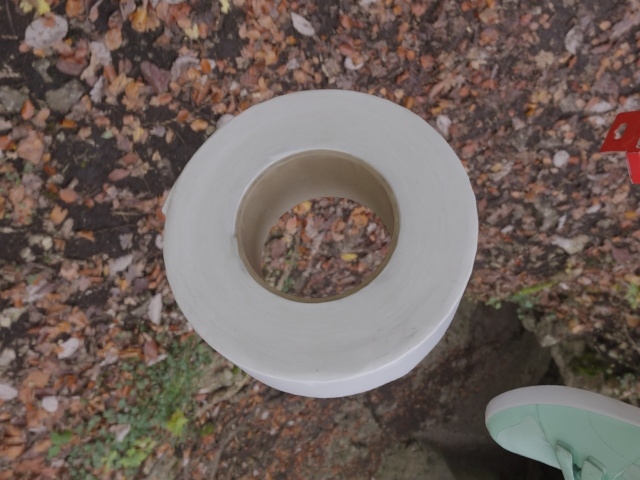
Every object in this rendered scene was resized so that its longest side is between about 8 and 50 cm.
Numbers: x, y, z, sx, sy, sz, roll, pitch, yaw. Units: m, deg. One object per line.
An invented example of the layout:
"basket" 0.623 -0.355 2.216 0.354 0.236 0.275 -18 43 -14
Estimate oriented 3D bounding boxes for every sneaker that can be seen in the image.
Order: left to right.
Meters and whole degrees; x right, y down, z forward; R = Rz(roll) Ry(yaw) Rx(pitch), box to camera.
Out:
"sneaker" 0.224 0.210 0.474 0.255 0.151 0.094 2 139 48

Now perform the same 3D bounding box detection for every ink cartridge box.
"ink cartridge box" 0.642 -0.172 1.069 0.134 0.231 0.078 -52 128 -29

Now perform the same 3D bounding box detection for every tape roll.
"tape roll" 0.000 0.000 0.571 0.286 0.286 0.100 -18 158 0
